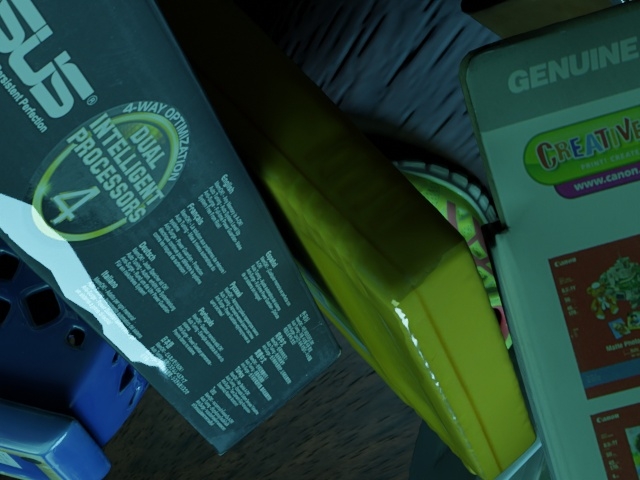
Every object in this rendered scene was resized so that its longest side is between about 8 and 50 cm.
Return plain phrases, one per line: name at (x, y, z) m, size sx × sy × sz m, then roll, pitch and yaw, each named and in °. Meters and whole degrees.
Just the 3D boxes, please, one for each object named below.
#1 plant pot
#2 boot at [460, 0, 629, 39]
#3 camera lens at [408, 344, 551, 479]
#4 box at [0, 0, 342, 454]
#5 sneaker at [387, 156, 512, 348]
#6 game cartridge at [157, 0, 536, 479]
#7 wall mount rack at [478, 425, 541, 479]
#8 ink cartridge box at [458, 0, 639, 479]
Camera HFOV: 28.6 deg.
plant pot at (-0.283, 0.103, 1.172) m, size 0.236 × 0.212 × 0.236 m, roll 14°, pitch 159°, yaw 6°
boot at (0.178, -0.044, 0.663) m, size 0.280 × 0.096 × 0.264 m, roll 30°, pitch 156°, yaw -29°
camera lens at (0.236, 0.203, 1.056) m, size 0.274 × 0.219 × 0.219 m, roll 19°, pitch 158°, yaw -9°
box at (-0.153, -0.095, 0.535) m, size 0.318 × 0.097 × 0.395 m, roll 48°, pitch 173°, yaw 27°
sneaker at (0.083, 0.015, 0.870) m, size 0.208 × 0.094 × 0.081 m, roll 33°, pitch 154°, yaw -35°
game cartridge at (-0.022, -0.030, 0.646) m, size 0.323 × 0.053 × 0.285 m, roll 49°, pitch 175°, yaw 30°
wall mount rack at (0.232, 0.129, 0.785) m, size 0.304 × 0.130 × 0.350 m, roll -7°, pitch -178°, yaw 3°
ink cartridge box at (0.233, 0.017, 0.509) m, size 0.309 × 0.271 × 0.130 m, roll -15°, pitch -179°, yaw 6°
